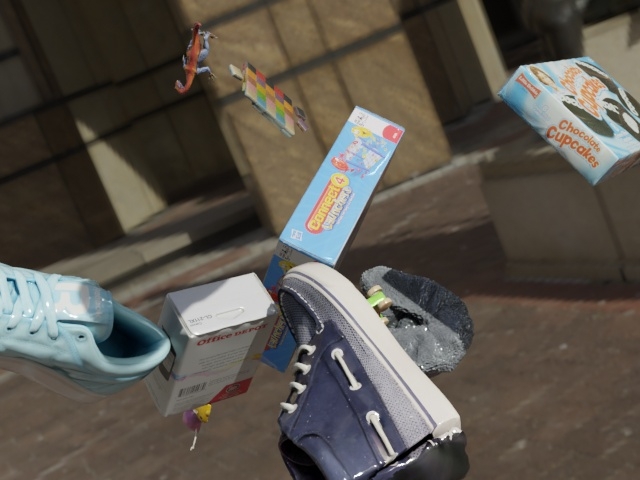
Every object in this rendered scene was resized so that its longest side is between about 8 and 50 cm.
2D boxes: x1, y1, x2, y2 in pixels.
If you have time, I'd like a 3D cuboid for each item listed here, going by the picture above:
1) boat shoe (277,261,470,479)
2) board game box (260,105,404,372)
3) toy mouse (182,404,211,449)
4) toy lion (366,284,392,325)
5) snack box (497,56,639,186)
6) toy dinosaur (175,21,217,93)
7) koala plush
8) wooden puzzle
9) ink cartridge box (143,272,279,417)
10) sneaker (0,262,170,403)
[{"bbox_3d":[0.002,0.153,1.208,0.158,0.127,0.340,-22,40,-21],"label":"boat shoe"},{"bbox_3d":[0.000,0.000,1.741,0.308,0.086,0.302,-61,-4,-40],"label":"board game box"},{"bbox_3d":[-0.190,0.236,1.741,0.031,0.161,0.143,12,13,-13],"label":"toy mouse"},{"bbox_3d":[0.051,0.110,1.567,0.096,0.034,0.100,-30,-25,-16],"label":"toy lion"},{"bbox_3d":[0.396,-0.183,1.651,0.060,0.187,0.322,-51,-16,28],"label":"snack box"},{"bbox_3d":[-0.167,-0.229,1.430,0.047,0.082,0.090,22,-5,23],"label":"toy dinosaur"},{"bbox_3d":[0.168,0.175,1.916,0.203,0.196,0.221,8,-23,16],"label":"koala plush"},{"bbox_3d":[-0.039,-0.105,0.839,0.006,0.083,0.049,-38,31,22],"label":"wooden puzzle"},{"bbox_3d":[-0.140,0.131,1.414,0.127,0.072,0.175,-13,-36,-32],"label":"ink cartridge box"},{"bbox_3d":[-0.314,0.073,1.258,0.150,0.135,0.366,-27,-32,24],"label":"sneaker"}]
